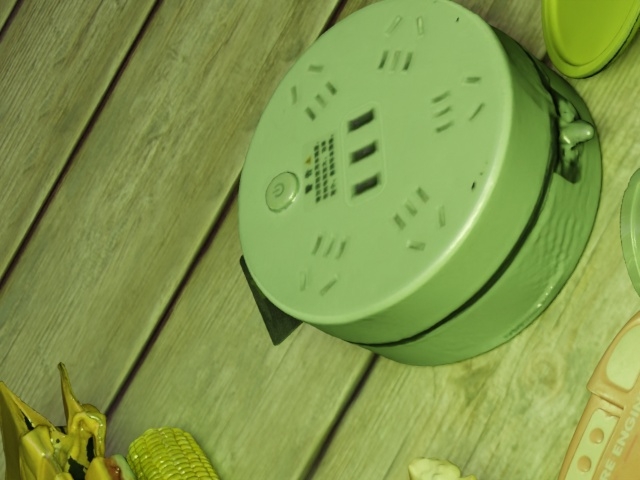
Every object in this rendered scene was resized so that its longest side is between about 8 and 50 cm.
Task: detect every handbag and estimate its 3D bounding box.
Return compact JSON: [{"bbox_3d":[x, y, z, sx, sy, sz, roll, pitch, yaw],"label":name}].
[{"bbox_3d":[-0.213,0.336,1.617,0.401,0.133,0.283,-129,30,-46],"label":"handbag"}]

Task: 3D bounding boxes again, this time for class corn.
[{"bbox_3d":[-0.129,0.286,1.666,0.093,0.093,0.244,-54,42,11],"label":"corn"}]

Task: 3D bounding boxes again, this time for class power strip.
[{"bbox_3d":[0.096,-0.061,1.557,0.357,0.161,0.357,-21,56,36],"label":"power strip"}]

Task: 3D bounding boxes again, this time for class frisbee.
[{"bbox_3d":[0.265,-0.266,1.528,0.236,0.017,0.236,-171,90,-73],"label":"frisbee"}]

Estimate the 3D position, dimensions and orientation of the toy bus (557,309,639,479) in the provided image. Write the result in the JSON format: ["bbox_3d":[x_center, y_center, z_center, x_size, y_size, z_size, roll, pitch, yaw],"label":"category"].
[{"bbox_3d":[0.294,0.167,1.242,0.232,0.194,0.287,21,86,61],"label":"toy bus"}]

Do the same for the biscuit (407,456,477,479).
[{"bbox_3d":[0.168,0.306,1.297,0.040,0.204,0.309,-23,27,-15],"label":"biscuit"}]

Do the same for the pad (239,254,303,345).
[{"bbox_3d":[0.000,0.000,1.748,0.211,0.003,0.143,-45,44,20],"label":"pad"}]

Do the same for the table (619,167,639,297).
[{"bbox_3d":[0.363,-0.012,1.276,0.220,0.126,0.126,-7,65,37],"label":"table"}]
